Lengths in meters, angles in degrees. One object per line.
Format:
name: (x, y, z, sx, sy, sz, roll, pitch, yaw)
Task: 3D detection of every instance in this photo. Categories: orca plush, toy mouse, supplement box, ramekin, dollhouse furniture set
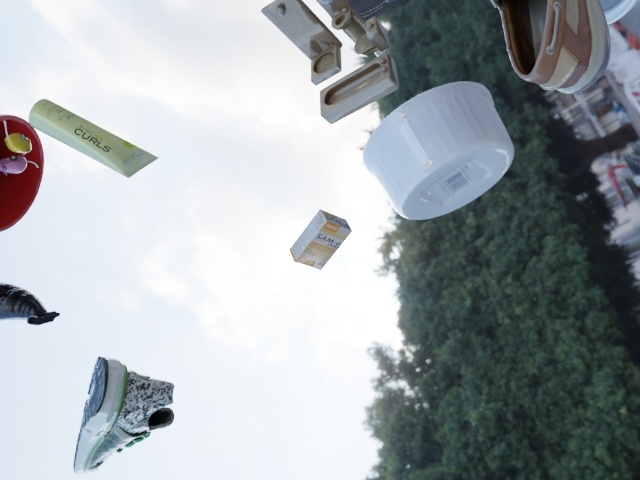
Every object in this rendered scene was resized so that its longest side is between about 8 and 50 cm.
orca plush: (-0.727, 0.131, 1.479, 0.151, 0.287, 0.102, -40, -49, -39)
toy mouse: (-0.662, -0.167, 1.372, 0.161, 0.143, 0.031, 57, -172, -67)
supplement box: (0.000, 0.000, 1.142, 0.062, 0.098, 0.036, 19, -150, -35)
ramekin: (0.231, -0.159, 1.267, 0.277, 0.277, 0.135, 17, -136, -56)
dollhouse furniture set: (0.010, -0.265, 0.907, 0.123, 0.144, 0.151, 35, -137, -42)

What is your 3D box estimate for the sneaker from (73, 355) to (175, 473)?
sneaker: (-0.399, 0.383, 1.362, 0.181, 0.410, 0.158, 13, -128, -17)

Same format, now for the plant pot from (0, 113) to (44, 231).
plant pot: (-0.812, -0.175, 1.493, 0.243, 0.275, 0.275, 16, -157, 12)

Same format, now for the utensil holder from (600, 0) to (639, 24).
utensil holder: (0.492, -0.591, 1.052, 0.327, 0.385, 0.327, 46, 172, 8)

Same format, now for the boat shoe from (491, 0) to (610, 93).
boat shoe: (0.276, -0.349, 0.851, 0.116, 0.123, 0.325, -6, -102, -25)

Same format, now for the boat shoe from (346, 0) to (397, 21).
boat shoe: (0.167, -0.550, 1.272, 0.112, 0.335, 0.095, 49, 179, -10)

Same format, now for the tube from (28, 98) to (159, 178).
tube: (-0.422, -0.187, 1.219, 0.240, 0.070, 0.062, 28, 170, 10)
